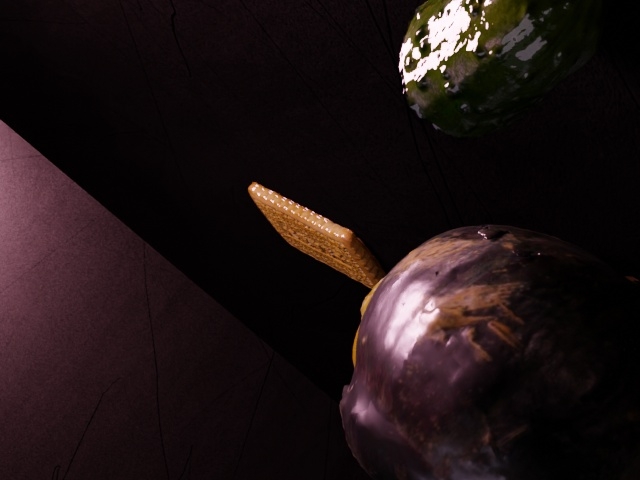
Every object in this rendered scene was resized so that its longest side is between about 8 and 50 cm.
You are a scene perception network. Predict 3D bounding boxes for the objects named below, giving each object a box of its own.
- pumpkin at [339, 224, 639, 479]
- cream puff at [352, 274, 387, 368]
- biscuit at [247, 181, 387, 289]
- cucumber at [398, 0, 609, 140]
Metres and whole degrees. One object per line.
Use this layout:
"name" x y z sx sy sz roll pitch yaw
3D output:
"pumpkin" 0.239 0.179 1.617 0.454 0.344 0.454 35 -177 -2
"cream puff" 0.181 0.233 2.126 0.378 0.275 0.378 39 168 10
"biscuit" 0.000 0.000 2.367 0.254 0.029 0.172 26 162 42
"cucumber" 0.160 -0.169 1.156 0.134 0.134 0.244 40 158 -7
